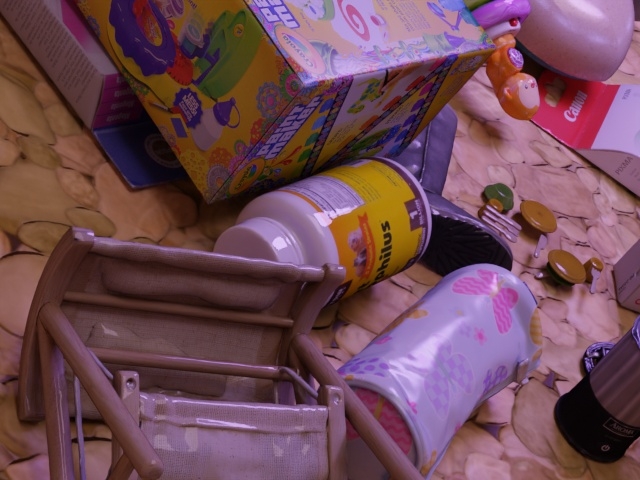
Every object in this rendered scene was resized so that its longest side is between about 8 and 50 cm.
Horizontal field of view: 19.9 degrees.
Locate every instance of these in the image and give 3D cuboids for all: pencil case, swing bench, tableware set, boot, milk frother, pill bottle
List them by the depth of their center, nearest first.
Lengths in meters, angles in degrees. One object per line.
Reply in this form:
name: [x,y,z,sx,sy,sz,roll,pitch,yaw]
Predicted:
swing bench: [-0.087,0.140,1.428,0.253,0.165,0.255,9,40,-31]
pencil case: [0.100,0.122,1.630,0.273,0.113,0.124,-35,96,-52]
pill bottle: [0.000,0.000,1.673,0.117,0.117,0.215,49,39,15]
milk frother: [0.307,0.122,1.775,0.129,0.135,0.143,10,45,-32]
boot: [0.121,-0.062,1.885,0.189,0.076,0.208,31,31,-12]
tableware set: [0.234,-0.001,1.940,0.154,0.024,0.104,33,34,-4]

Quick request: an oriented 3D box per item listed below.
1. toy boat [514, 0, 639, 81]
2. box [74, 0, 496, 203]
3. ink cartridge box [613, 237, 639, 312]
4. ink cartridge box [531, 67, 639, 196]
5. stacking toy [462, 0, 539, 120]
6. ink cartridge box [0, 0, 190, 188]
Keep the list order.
toy boat: [0.324,-0.309,2.237,0.318,0.148,0.267,-13,69,-33]
box: [-0.043,-0.221,1.719,0.279,0.177,0.290,-15,65,-46]
ink cartridge box: [0.407,0.039,1.961,0.150,0.109,0.063,20,42,-21]
ink cartridge box: [0.362,-0.142,2.163,0.224,0.056,0.181,37,37,-2]
stacking toy: [0.168,-0.269,2.040,0.175,0.165,0.302,-11,72,-57]
ink cartridge box: [-0.150,-0.217,1.824,0.324,0.071,0.330,-17,61,-47]
